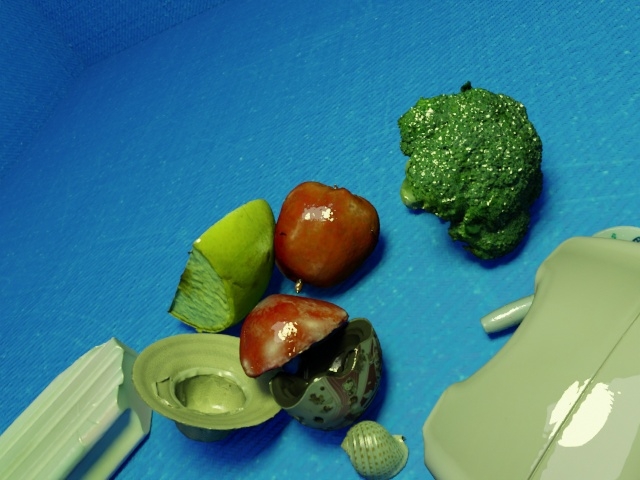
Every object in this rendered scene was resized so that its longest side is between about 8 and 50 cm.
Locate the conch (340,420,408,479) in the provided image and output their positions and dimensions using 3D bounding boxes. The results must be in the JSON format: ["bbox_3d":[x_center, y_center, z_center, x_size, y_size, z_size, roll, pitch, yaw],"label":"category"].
[{"bbox_3d":[0.070,0.280,0.685,0.085,0.056,0.076,-16,58,23],"label":"conch"}]

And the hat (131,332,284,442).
[{"bbox_3d":[-0.178,0.257,0.818,0.252,0.252,0.110,35,116,47],"label":"hat"}]

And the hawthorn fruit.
[{"bbox_3d":[0.000,0.000,0.901,0.185,0.185,0.202,22,81,44],"label":"hawthorn fruit"}]

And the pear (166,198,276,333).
[{"bbox_3d":[-0.151,0.044,0.976,0.239,0.139,0.288,-56,2,-40],"label":"pear"}]

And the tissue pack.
[{"bbox_3d":[0.285,0.175,0.499,0.333,0.229,0.236,-49,41,-12],"label":"tissue pack"}]

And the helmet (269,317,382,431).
[{"bbox_3d":[0.026,0.205,0.739,0.177,0.107,0.153,-36,6,-33],"label":"helmet"}]

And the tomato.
[{"bbox_3d":[-0.055,0.130,0.810,0.189,0.099,0.173,-32,0,-19],"label":"tomato"}]

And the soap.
[{"bbox_3d":[-0.447,0.353,0.919,0.208,0.115,0.347,25,68,44],"label":"soap"}]

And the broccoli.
[{"bbox_3d":[0.229,-0.099,0.830,0.254,0.269,0.269,2,37,-22],"label":"broccoli"}]

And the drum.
[{"bbox_3d":[0.344,0.051,0.711,0.253,0.049,0.130,-15,46,22],"label":"drum"}]
